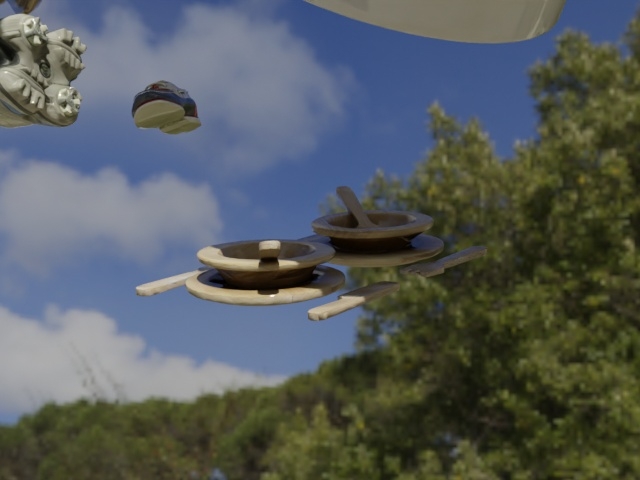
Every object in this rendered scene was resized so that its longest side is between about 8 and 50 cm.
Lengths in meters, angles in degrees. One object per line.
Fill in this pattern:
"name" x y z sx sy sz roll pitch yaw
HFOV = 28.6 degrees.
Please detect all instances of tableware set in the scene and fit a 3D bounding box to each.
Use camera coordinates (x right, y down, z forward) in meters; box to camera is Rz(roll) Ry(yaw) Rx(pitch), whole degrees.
"tableware set" 0.000 0.000 0.724 0.128 0.039 0.194 6 13 34

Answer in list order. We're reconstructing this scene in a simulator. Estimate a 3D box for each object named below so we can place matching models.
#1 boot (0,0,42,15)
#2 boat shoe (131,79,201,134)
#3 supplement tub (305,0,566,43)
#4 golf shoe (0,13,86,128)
"boot" -0.144 -0.248 0.846 0.109 0.220 0.283 54 -7 -8
"boat shoe" -0.150 -0.131 1.202 0.049 0.043 0.137 -17 -5 11
"supplement tub" 0.072 -0.283 0.568 0.241 0.241 0.331 10 -58 -13
"golf shoe" -0.199 -0.099 0.617 0.086 0.069 0.176 -10 -29 29
